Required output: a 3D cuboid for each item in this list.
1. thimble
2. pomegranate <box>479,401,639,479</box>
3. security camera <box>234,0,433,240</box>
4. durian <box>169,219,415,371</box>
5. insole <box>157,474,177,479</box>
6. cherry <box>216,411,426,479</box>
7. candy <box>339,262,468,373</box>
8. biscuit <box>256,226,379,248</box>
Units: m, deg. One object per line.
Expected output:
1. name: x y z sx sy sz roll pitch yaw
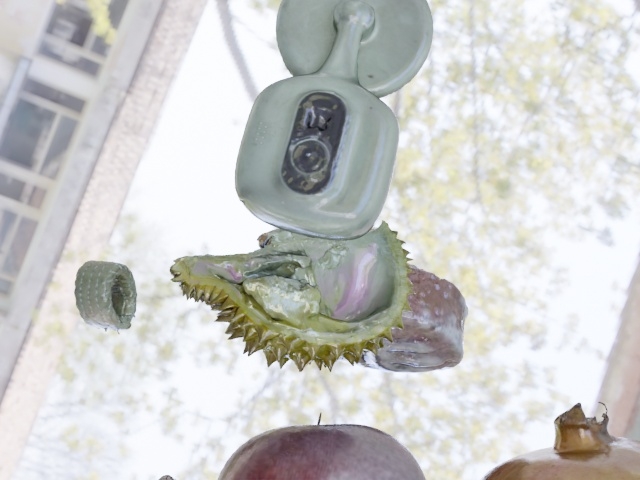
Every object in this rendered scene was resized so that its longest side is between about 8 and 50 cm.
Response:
1. thimble: -0.312 0.082 1.666 0.084 0.062 0.110 -46 134 -56
2. pomegranate: 0.307 0.343 1.268 0.338 0.338 0.338 -59 -162 33
3. security camera: 0.015 -0.149 1.096 0.080 0.157 0.301 79 24 -72
4. durian: -0.019 0.066 1.319 0.172 0.306 0.166 -167 -103 -64
5. insole: -0.179 0.365 1.060 0.110 0.012 0.309 -26 -137 53
6. cherry: 0.004 0.339 1.314 0.221 0.261 0.307 124 -34 -59
7. candy: 0.090 0.113 1.782 0.214 0.290 0.157 67 35 -58
8. biscuit: 0.000 0.000 1.740 0.247 0.118 0.029 9 -65 54
